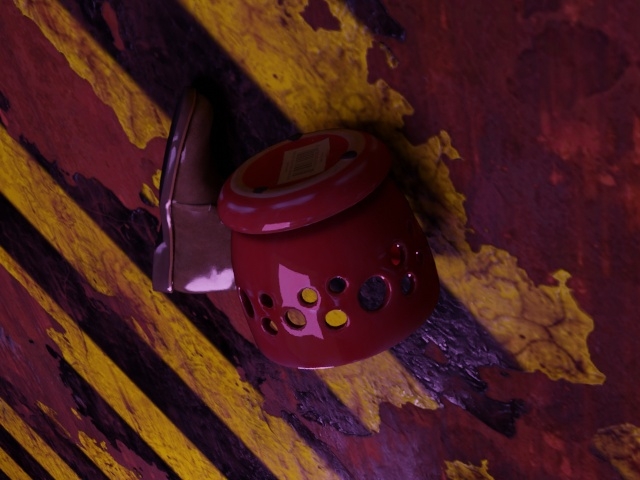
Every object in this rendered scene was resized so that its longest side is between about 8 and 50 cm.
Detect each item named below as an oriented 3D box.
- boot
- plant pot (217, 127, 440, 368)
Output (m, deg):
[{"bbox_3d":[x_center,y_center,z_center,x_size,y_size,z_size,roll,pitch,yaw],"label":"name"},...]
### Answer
[{"bbox_3d":[-0.127,-0.049,1.206,0.115,0.112,0.305,9,139,-1],"label":"boot"},{"bbox_3d":[0.000,0.000,1.004,0.191,0.191,0.174,6,127,45],"label":"plant pot"}]
